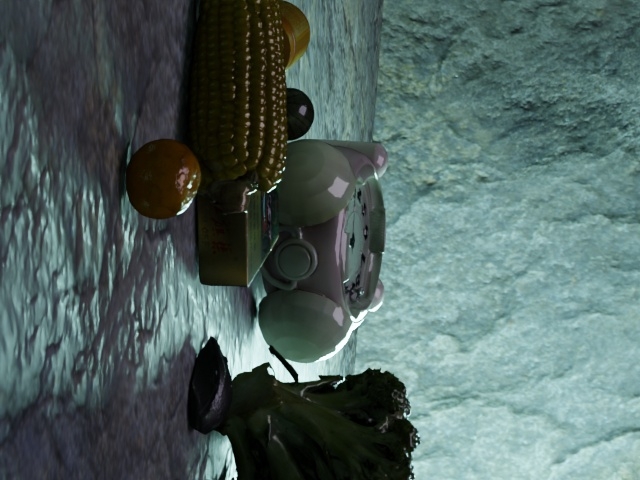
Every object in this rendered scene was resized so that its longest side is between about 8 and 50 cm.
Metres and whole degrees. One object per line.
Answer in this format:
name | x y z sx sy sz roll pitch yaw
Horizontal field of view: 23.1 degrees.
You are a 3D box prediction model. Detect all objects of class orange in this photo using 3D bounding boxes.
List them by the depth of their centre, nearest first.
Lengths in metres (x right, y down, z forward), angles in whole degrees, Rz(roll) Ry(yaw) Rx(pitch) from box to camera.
orange | -0.157 -0.062 1.559 0.083 0.070 0.083 13 90 -76

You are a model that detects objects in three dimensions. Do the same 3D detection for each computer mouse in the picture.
computer mouse | -0.131 0.180 1.947 0.079 0.047 0.135 86 8 -48

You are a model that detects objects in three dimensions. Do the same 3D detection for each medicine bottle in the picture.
medicine bottle | -0.071 -0.265 2.081 0.192 0.096 0.096 -61 153 -74

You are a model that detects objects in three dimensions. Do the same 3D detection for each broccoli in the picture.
broccoli | -0.014 0.276 2.126 0.283 0.321 0.303 49 22 -33

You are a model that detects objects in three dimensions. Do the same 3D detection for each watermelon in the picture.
watermelon | -0.048 -0.190 2.365 0.110 0.078 0.078 87 7 -77

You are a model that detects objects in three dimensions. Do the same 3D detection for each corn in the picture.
corn | -0.098 -0.186 1.837 0.119 0.119 0.321 63 23 -76

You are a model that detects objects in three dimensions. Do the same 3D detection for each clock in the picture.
clock | 0.000 0.000 2.451 0.326 0.184 0.342 -45 132 -74

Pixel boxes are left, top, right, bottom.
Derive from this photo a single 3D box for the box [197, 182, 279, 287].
box | -0.102 -0.048 2.008 0.240 0.071 0.159 -64 153 -72
